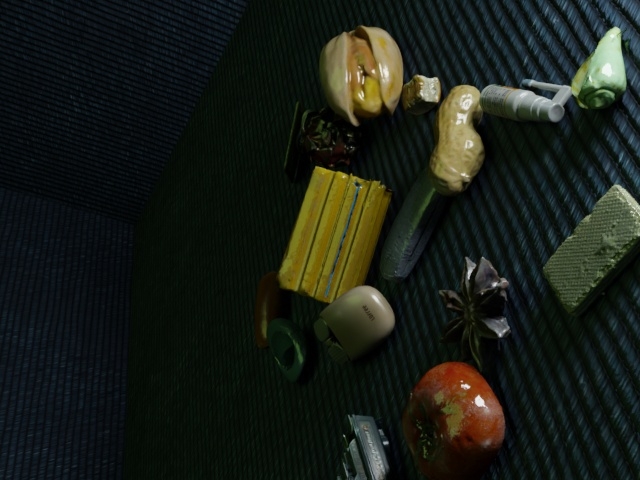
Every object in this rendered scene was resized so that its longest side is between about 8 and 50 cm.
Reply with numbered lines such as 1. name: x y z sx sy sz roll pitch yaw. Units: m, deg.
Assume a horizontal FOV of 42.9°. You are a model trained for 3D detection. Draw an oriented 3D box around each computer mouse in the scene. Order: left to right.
1. computer mouse: 0.073 0.196 1.872 0.145 0.082 0.236 56 136 6

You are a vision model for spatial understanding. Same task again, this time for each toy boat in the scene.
1. toy boat: 0.098 0.498 1.643 0.296 0.122 0.114 -105 14 -45

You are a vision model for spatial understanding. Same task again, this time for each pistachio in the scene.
1. pistachio: 0.108 -0.437 2.127 0.230 0.230 0.309 -50 37 40

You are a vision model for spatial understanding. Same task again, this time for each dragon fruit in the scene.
1. dragon fruit: 0.031 -0.280 2.220 0.182 0.182 0.188 -65 -14 17

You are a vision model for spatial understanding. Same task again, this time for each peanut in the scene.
1. peanut: 0.290 -0.213 1.720 0.117 0.101 0.263 -2 63 19

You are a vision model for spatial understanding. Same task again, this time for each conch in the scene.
1. conch: 0.482 -0.291 1.408 0.105 0.079 0.170 -19 42 53

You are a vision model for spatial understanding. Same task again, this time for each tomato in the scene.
1. tomato: 0.224 0.335 1.471 0.236 0.095 0.237 -11 78 61

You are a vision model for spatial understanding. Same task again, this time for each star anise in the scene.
1. star anise: 0.298 0.128 1.505 0.262 0.081 0.230 124 153 -55

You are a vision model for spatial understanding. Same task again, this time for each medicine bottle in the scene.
1. medicine bottle: 0.400 -0.273 1.582 0.092 0.061 0.220 -52 27 0

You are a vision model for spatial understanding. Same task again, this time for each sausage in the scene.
1. sausage: -0.146 0.202 2.373 0.098 0.098 0.238 -39 43 50

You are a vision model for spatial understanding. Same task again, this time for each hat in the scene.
1. hat: -0.071 0.292 2.187 0.191 0.078 0.138 56 136 36

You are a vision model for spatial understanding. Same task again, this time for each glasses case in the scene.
1. glasses case: 0.208 -0.036 1.816 0.282 0.067 0.109 -67 22 17

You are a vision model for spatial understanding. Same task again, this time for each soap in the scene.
1. soap: 0.037 -0.008 2.009 0.204 0.096 0.324 19 91 23

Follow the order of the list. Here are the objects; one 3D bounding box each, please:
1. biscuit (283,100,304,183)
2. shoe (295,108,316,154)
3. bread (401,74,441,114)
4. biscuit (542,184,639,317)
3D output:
1. biscuit: -0.079 -0.305 2.553 0.139 0.016 0.231 63 -144 -72
2. shoe: -0.030 -0.330 2.514 0.071 0.064 0.143 30 109 43
3. bread: 0.242 -0.345 1.937 0.083 0.076 0.070 -32 59 55
4. biscuit: 0.446 0.018 1.318 0.199 0.040 0.121 -57 31 30
